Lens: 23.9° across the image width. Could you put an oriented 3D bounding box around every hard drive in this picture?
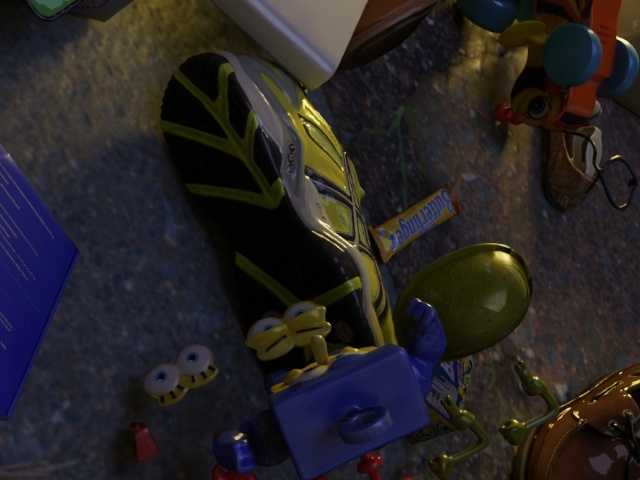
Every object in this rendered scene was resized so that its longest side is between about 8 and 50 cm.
[{"bbox_3d":[-0.082,-0.303,1.390,0.307,0.040,0.203,41,44,-19],"label":"hard drive"}]

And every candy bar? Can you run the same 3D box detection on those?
[{"bbox_3d":[0.098,-0.020,1.573,0.161,0.018,0.040,-30,93,-49],"label":"candy bar"}]

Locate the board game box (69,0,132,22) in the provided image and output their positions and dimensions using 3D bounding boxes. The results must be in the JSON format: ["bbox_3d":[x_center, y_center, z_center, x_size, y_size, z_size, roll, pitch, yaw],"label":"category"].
[{"bbox_3d":[-0.306,-0.376,1.289,0.318,0.066,0.319,12,62,-43],"label":"board game box"}]

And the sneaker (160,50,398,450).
[{"bbox_3d":[0.000,0.000,1.362,0.147,0.145,0.385,-18,85,-50],"label":"sneaker"}]

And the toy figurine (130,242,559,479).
[{"bbox_3d":[0.045,0.137,1.153,0.362,0.217,0.191,-21,95,-10],"label":"toy figurine"}]

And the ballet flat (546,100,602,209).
[{"bbox_3d":[0.309,-0.133,1.817,0.073,0.067,0.206,25,53,-36],"label":"ballet flat"}]

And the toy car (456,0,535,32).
[{"bbox_3d":[0.230,-0.399,1.815,0.210,0.219,0.238,-2,42,-45],"label":"toy car"}]

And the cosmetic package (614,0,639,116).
[{"bbox_3d":[0.438,-0.236,1.966,0.238,0.127,0.107,30,51,-36],"label":"cosmetic package"}]

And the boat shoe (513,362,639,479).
[{"bbox_3d":[0.309,0.206,1.611,0.111,0.104,0.307,59,41,-6],"label":"boat shoe"}]

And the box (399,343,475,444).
[{"bbox_3d":[0.114,0.113,1.487,0.054,0.059,0.169,42,45,-25],"label":"box"}]

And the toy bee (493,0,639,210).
[{"bbox_3d":[0.264,-0.191,1.713,0.195,0.162,0.298,36,61,-39],"label":"toy bee"}]

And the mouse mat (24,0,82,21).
[{"bbox_3d":[-0.229,-0.290,1.236,0.152,0.007,0.190,-43,105,-30],"label":"mouse mat"}]

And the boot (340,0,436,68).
[{"bbox_3d":[0.052,-0.332,1.622,0.220,0.109,0.283,45,66,-1],"label":"boot"}]

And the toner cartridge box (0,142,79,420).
[{"bbox_3d":[-0.298,-0.042,1.020,0.348,0.075,0.165,61,32,-41],"label":"toner cartridge box"}]
